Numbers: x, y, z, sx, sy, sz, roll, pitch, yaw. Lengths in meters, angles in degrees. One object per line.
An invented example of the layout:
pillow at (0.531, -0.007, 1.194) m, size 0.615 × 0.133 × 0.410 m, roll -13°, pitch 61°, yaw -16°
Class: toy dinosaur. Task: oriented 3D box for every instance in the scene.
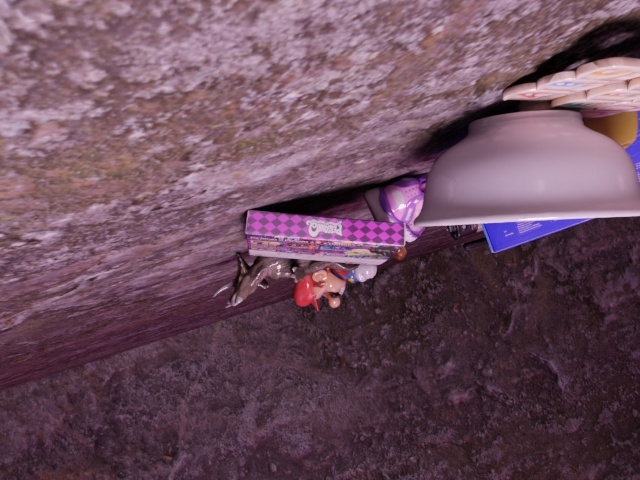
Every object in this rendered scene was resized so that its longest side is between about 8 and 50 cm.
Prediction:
toy dinosaur at (-0.051, 0.034, 1.295) m, size 0.314 × 0.121 × 0.160 m, roll -18°, pitch -174°, yaw -41°

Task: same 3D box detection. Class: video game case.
video game case at (0.000, 0.000, 1.032) m, size 0.232 × 0.041 × 0.210 m, roll 4°, pitch 170°, yaw -4°

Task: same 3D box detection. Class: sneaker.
sneaker at (0.162, -0.061, 1.121) m, size 0.105 × 0.095 × 0.236 m, roll -29°, pitch 168°, yaw 19°

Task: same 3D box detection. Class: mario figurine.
mario figurine at (0.082, 0.100, 1.717) m, size 0.321 × 0.170 × 0.198 m, roll -27°, pitch 137°, yaw 5°

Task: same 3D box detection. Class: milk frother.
milk frother at (0.398, -0.058, 1.735) m, size 0.135 × 0.129 × 0.143 m, roll -17°, pitch -145°, yaw -7°

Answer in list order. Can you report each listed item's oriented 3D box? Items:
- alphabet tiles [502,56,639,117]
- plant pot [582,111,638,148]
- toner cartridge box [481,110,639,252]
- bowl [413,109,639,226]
alphabet tiles at (0.368, -0.169, 0.738) m, size 0.278 × 0.021 × 0.284 m, roll -2°, pitch -178°, yaw -23°
plant pot at (0.420, -0.171, 0.957) m, size 0.082 × 0.083 × 0.081 m, roll -21°, pitch 172°, yaw 12°
toner cartridge box at (0.432, -0.112, 1.104) m, size 0.348 × 0.165 × 0.075 m, roll -23°, pitch 171°, yaw 31°
bowl at (0.265, -0.090, 0.843) m, size 0.298 × 0.134 × 0.298 m, roll -4°, pitch -179°, yaw 0°
